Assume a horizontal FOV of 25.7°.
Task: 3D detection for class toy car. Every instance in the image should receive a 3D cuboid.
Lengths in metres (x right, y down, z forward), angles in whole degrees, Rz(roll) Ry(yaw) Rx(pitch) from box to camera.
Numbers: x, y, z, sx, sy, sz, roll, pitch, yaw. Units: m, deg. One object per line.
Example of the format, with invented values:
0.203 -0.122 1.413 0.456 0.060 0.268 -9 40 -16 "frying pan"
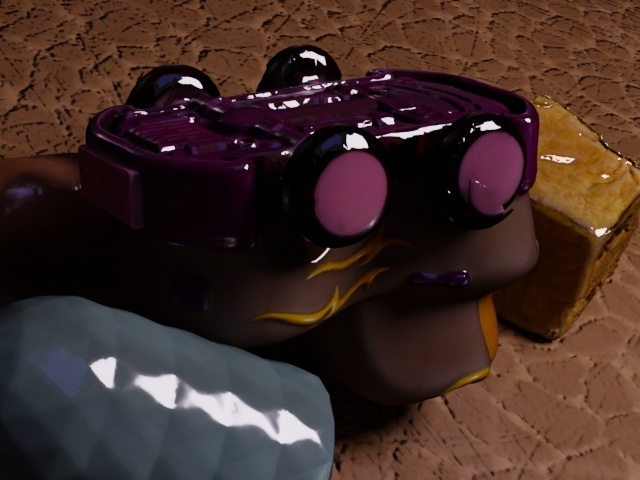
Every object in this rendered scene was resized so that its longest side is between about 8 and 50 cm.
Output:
0.000 0.000 1.015 0.340 0.240 0.271 -10 21 -29 "toy car"

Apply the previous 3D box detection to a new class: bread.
0.196 -0.019 1.230 0.143 0.149 0.158 34 38 20 "bread"

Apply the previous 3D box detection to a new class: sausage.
-0.086 -0.037 1.145 0.419 0.094 0.094 -7 24 -32 "sausage"

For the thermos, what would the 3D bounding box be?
-0.149 0.121 0.851 0.286 0.182 0.145 20 24 -24 "thermos"
